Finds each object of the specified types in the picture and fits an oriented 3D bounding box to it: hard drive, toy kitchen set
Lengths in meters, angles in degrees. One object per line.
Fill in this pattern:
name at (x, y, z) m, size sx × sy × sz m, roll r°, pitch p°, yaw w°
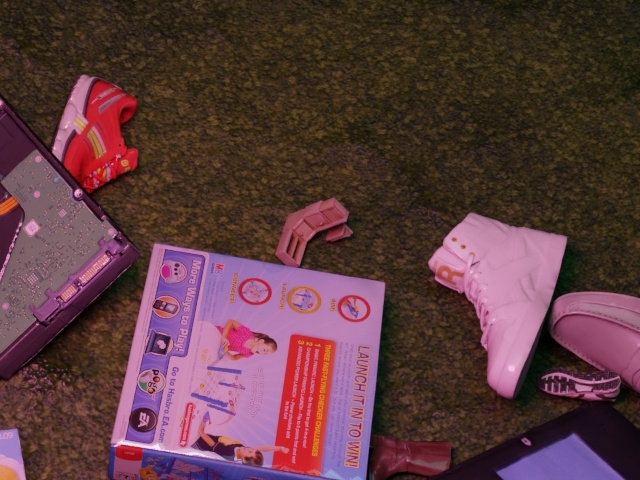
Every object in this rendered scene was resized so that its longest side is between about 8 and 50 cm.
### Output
hard drive at (-0.414, -0.023, 2.083) m, size 0.237 × 0.064 × 0.339 m, roll -44°, pitch 66°, yaw -1°
toy kitchen set at (0.000, 0.000, 2.206) m, size 0.068 × 0.083 × 0.075 m, roll 44°, pitch 44°, yaw -29°

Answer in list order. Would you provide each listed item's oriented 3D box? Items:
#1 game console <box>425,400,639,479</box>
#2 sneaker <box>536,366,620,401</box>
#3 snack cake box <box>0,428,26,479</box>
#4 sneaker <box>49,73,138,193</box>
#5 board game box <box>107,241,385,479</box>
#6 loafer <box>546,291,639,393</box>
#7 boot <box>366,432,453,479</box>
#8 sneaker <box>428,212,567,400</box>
game console at (0.341, 0.344, 1.916) m, size 0.386 × 0.060 × 0.342 m, roll -15°, pitch 54°, yaw -48°
sneaker at (0.332, 0.191, 2.130) m, size 0.109 × 0.043 × 0.040 m, roll 4°, pitch 56°, yaw 20°
snack cake box at (-0.461, 0.311, 1.861) m, size 0.264 × 0.089 × 0.152 m, roll -6°, pitch 55°, yaw -15°
sneaker at (-0.305, -0.107, 2.213) m, size 0.118 × 0.107 × 0.279 m, roll 18°, pitch 54°, yaw -10°
board game box at (-0.085, 0.168, 2.042) m, size 0.302 × 0.086 × 0.308 m, roll 10°, pitch 51°, yaw -2°
loafer at (0.441, 0.159, 2.129) m, size 0.319 × 0.112 × 0.111 m, roll 20°, pitch 43°, yaw 5°
boot at (0.110, 0.284, 2.022) m, size 0.114 × 0.037 × 0.106 m, roll 10°, pitch 53°, yaw -8°
sneaker at (0.213, 0.079, 2.162) m, size 0.169 × 0.108 × 0.292 m, roll 17°, pitch 42°, yaw 6°
